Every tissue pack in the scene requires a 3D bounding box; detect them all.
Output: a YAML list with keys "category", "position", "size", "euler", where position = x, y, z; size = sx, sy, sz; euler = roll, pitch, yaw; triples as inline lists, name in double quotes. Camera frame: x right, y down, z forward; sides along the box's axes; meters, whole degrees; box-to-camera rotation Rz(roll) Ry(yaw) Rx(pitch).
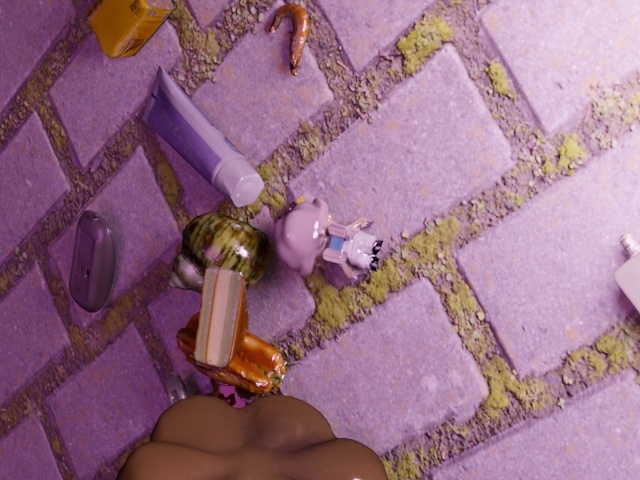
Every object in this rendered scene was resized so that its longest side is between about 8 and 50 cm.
- category: "tissue pack"
  position: [-0.381, -0.457, 2.096]
  size: [0.169, 0.082, 0.120]
  euler: [-36, 74, 40]

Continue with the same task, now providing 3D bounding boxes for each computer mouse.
- category: "computer mouse"
  position: [-0.498, 0.046, 2.306]
  size: [0.120, 0.057, 0.232]
  euler: [31, 120, 35]

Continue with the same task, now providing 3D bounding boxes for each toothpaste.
- category: "toothpaste"
  position: [-0.241, -0.197, 2.022]
  size: [0.371, 0.080, 0.125]
  euler: [43, 124, 35]

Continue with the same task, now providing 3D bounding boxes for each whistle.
- category: "whistle"
  position: [-0.263, 0.391, 2.123]
  size: [0.110, 0.092, 0.244]
  euler: [-28, 79, 43]

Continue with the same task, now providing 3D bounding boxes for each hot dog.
- category: "hot dog"
  position: [-0.172, 0.219, 2.003]
  size: [0.269, 0.115, 0.072]
  euler: [27, 144, 38]

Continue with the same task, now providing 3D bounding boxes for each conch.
- category: "conch"
  position: [-0.199, 0.034, 1.975]
  size: [0.181, 0.124, 0.187]
  euler: [-57, 42, 23]

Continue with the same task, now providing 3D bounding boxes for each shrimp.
- category: "shrimp"
  position: [-0.055, -0.353, 1.854]
  size: [0.091, 0.025, 0.127]
  euler: [6, 97, 42]

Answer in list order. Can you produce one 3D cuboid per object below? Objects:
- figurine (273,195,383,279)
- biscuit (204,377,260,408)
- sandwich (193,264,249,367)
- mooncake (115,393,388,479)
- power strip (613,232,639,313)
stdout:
- category: "figurine"
  position: [0.000, 0.000, 1.812]
  size: [0.229, 0.112, 0.137]
  euler: [17, 103, 29]
- category: "biscuit"
  position: [-0.180, 0.329, 2.051]
  size: [0.138, 0.031, 0.205]
  euler: [-3, 84, 24]
- category: "sandwich"
  position: [-0.184, 0.140, 1.909]
  size: [0.079, 0.113, 0.163]
  euler: [13, 142, 9]
- category: "mooncake"
  position: [-0.123, 0.464, 1.776]
  size: [0.467, 0.467, 0.262]
  euler: [28, 120, 36]
- category: "power strip"
  position: [0.507, 0.120, 1.396]
  size: [0.098, 0.058, 0.338]
  euler: [-49, 64, 37]
